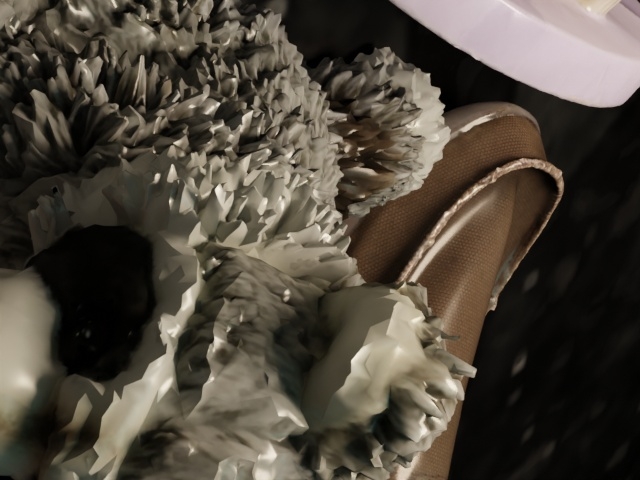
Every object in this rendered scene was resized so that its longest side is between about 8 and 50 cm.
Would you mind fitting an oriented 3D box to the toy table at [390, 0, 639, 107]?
[{"bbox_3d":[0.114,-0.171,0.790,0.161,0.252,0.274,-50,174,19],"label":"toy table"}]

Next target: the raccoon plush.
[{"bbox_3d":[0.000,0.000,0.715,0.446,0.299,0.216,-23,135,-42],"label":"raccoon plush"}]

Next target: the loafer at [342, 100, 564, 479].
[{"bbox_3d":[0.034,0.095,1.007,0.366,0.130,0.134,-57,148,2],"label":"loafer"}]
